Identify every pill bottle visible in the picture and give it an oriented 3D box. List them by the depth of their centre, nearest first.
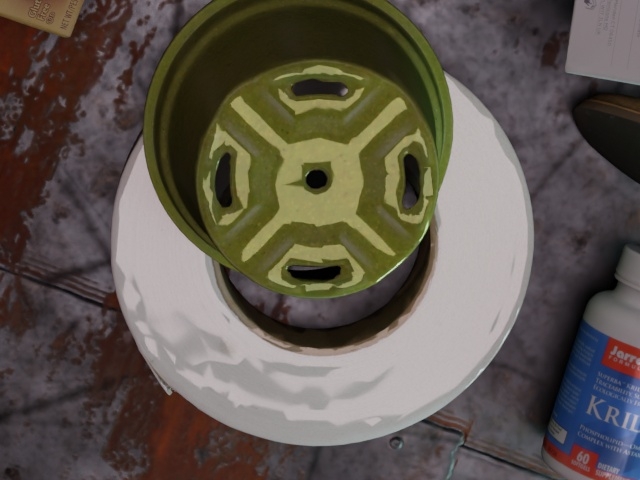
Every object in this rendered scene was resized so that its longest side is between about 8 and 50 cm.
[{"bbox_3d":[0.295,0.120,1.436,0.124,0.124,0.221,13,102,-7],"label":"pill bottle"}]

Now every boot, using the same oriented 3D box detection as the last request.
[{"bbox_3d":[0.375,-0.089,1.361,0.305,0.112,0.115,20,70,32],"label":"boot"}]

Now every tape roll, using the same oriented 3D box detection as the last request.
[{"bbox_3d":[0.000,0.000,1.413,0.392,0.072,0.391,-1,104,-4],"label":"tape roll"}]

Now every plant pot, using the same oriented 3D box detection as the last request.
[{"bbox_3d":[-0.009,-0.069,1.231,0.276,0.254,0.276,-1,103,-5],"label":"plant pot"}]

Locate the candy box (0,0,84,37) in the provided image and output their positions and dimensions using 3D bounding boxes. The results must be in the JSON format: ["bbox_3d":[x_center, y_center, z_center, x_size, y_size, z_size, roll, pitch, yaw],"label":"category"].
[{"bbox_3d":[-0.317,-0.301,1.237,0.316,0.087,0.182,15,103,-41],"label":"candy box"}]

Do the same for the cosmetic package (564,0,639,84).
[{"bbox_3d":[0.344,-0.200,1.273,0.225,0.224,0.138,11,108,20],"label":"cosmetic package"}]
